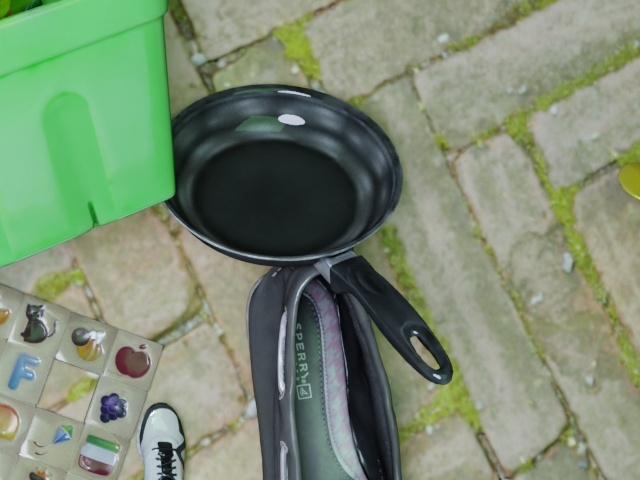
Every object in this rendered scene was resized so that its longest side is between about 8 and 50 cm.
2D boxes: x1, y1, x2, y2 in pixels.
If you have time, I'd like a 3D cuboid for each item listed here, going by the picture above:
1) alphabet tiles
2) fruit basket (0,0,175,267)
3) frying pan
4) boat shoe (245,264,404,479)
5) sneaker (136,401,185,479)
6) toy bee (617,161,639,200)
[{"bbox_3d":[-0.261,0.132,1.265,0.237,0.009,0.198,22,76,-16],"label":"alphabet tiles"},{"bbox_3d":[-0.301,-0.149,1.137,0.392,0.283,0.392,-4,98,-25],"label":"fruit basket"},{"bbox_3d":[0.016,-0.017,1.283,0.326,0.053,0.197,33,52,21],"label":"frying pan"},{"bbox_3d":[0.010,0.177,1.309,0.112,0.095,0.335,-10,87,-21],"label":"boat shoe"},{"bbox_3d":[-0.120,0.180,1.291,0.040,0.044,0.109,0,81,-18],"label":"sneaker"},{"bbox_3d":[0.368,-0.085,1.463,0.195,0.162,0.298,19,102,-25],"label":"toy bee"}]
